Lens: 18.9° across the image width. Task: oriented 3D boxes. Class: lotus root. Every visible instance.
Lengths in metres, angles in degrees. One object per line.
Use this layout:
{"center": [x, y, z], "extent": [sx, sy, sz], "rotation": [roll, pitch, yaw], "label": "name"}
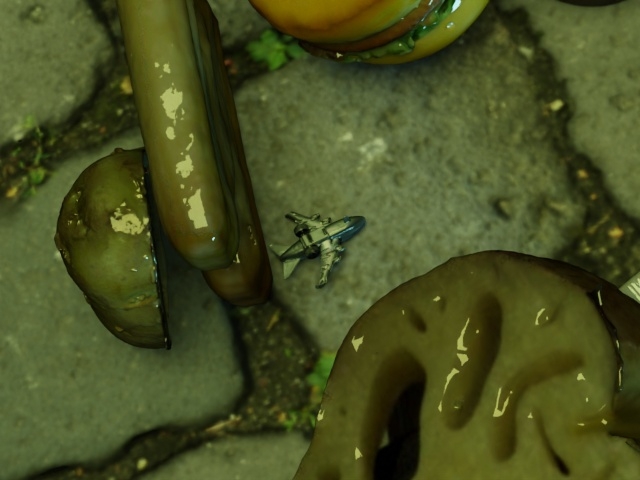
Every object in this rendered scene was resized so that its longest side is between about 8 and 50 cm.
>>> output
{"center": [0.125, 0.206, 1.444], "extent": [0.375, 0.111, 0.390], "rotation": [-19, 70, 27], "label": "lotus root"}

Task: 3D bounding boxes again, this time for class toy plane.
{"center": [0.000, 0.000, 1.610], "extent": [0.083, 0.031, 0.078], "rotation": [-29, 60, 5], "label": "toy plane"}

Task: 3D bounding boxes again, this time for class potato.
{"center": [-0.166, 0.013, 1.545], "extent": [0.081, 0.200, 0.164], "rotation": [-8, 65, -1], "label": "potato"}

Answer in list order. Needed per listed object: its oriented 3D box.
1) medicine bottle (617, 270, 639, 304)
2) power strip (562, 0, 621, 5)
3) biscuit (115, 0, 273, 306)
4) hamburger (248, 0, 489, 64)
{"center": [0.299, 0.099, 1.493], "extent": [0.105, 0.105, 0.168], "rotation": [-38, 73, -1], "label": "medicine bottle"}
{"center": [0.225, -0.276, 1.611], "extent": [0.154, 0.078, 0.154], "rotation": [-2, 79, 10], "label": "power strip"}
{"center": [-0.105, -0.100, 1.548], "extent": [0.062, 0.237, 0.290], "rotation": [-15, 77, 5], "label": "biscuit"}
{"center": [0.053, -0.261, 1.582], "extent": [0.246, 0.170, 0.246], "rotation": [-10, 74, 36], "label": "hamburger"}
